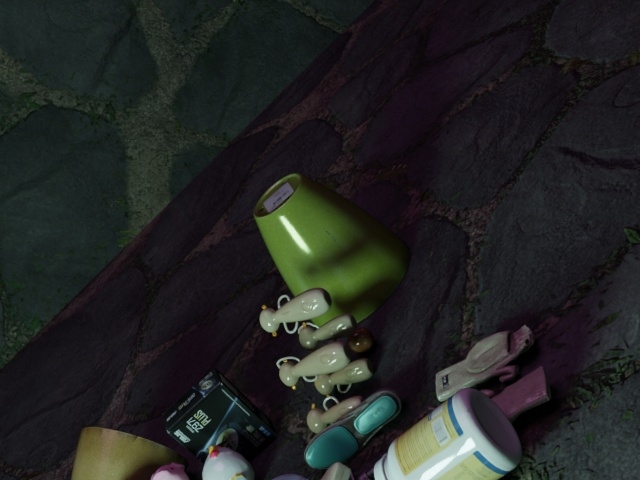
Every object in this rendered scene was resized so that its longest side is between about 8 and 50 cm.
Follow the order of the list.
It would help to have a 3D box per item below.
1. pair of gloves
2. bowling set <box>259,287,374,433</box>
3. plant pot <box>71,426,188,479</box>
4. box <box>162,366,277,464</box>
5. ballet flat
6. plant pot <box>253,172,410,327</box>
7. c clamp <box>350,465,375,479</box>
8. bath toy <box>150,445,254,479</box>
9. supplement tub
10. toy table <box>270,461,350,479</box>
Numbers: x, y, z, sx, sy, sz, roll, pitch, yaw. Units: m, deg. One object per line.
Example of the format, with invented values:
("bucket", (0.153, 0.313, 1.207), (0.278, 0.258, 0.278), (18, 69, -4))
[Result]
("pair of gloves", (0.290, 0.251, 1.827), (0.204, 0.042, 0.240), (-39, 22, 16))
("bowling set", (0.015, 0.239, 2.150), (0.154, 0.287, 0.200), (-23, -13, 23))
("plant pot", (-0.425, 0.545, 2.235), (0.237, 0.237, 0.254), (-12, 52, 48))
("box", (-0.204, 0.373, 2.196), (0.147, 0.180, 0.077), (-42, 24, 1))
("ballet flat", (0.065, 0.347, 1.997), (0.213, 0.072, 0.068), (-38, -3, 9))
("plant pot", (0.000, 0.000, 2.366), (0.274, 0.293, 0.275), (-33, 26, 19))
("c clamp", (0.117, 0.392, 1.878), (0.160, 0.022, 0.137), (-38, 24, 11))
("bath toy", (-0.298, 0.498, 2.095), (0.348, 0.151, 0.129), (-28, 39, -5))
("supplement tub", (0.196, 0.338, 1.684), (0.199, 0.144, 0.144), (-41, 23, 21))
("toy table", (-0.035, 0.481, 1.724), (0.161, 0.252, 0.274), (-40, 34, 47))
